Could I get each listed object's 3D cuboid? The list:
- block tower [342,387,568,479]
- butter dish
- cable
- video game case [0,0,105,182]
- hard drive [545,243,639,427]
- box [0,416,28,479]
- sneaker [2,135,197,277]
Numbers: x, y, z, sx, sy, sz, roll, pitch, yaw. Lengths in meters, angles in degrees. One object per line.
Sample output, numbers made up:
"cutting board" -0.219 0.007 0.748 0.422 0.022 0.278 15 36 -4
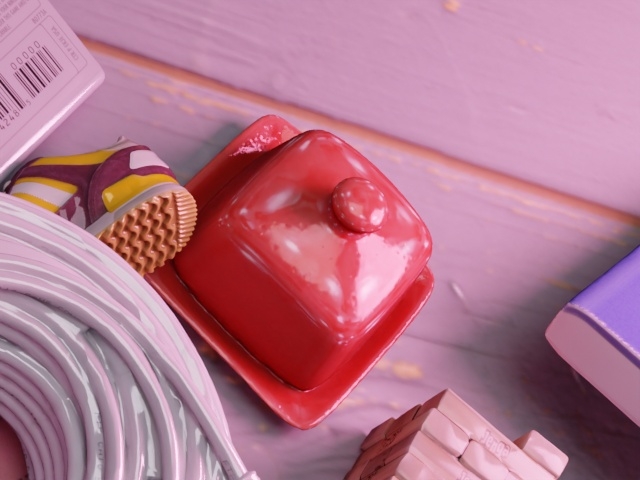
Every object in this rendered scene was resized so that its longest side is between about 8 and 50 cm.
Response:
"block tower" 0.016 0.229 0.975 0.097 0.091 0.335 41 54 -7
"butter dish" 0.000 0.000 1.059 0.160 0.118 0.160 46 53 -3
"cable" -0.162 0.099 0.783 0.257 0.089 0.257 -13 74 -31
"video game case" -0.306 -0.106 0.946 0.300 0.036 0.329 52 52 -17
"hard drive" 0.309 0.059 1.182 0.210 0.040 0.319 42 40 14
"box" -0.181 0.170 0.871 0.149 0.127 0.232 -30 84 -35
"sneaker" -0.165 0.002 1.006 0.185 0.069 0.084 -24 47 -23
